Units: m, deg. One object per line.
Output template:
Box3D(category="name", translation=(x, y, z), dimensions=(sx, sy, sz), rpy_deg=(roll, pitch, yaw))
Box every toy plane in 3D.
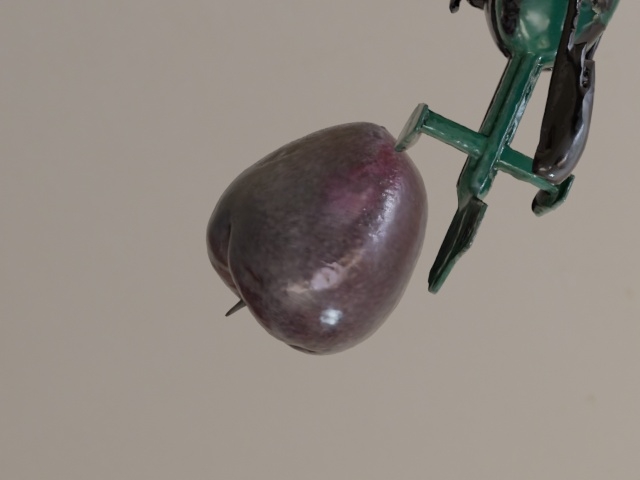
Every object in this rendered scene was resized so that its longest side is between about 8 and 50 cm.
Box3D(category="toy plane", translation=(0.130, -0.140, 1.021), dimensions=(0.106, 0.382, 0.155), rpy_deg=(25, 165, -3))

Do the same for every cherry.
Box3D(category="cherry", translation=(0.000, -0.002, 1.313), dimensions=(0.176, 0.140, 0.176), rpy_deg=(-30, -151, 19))
